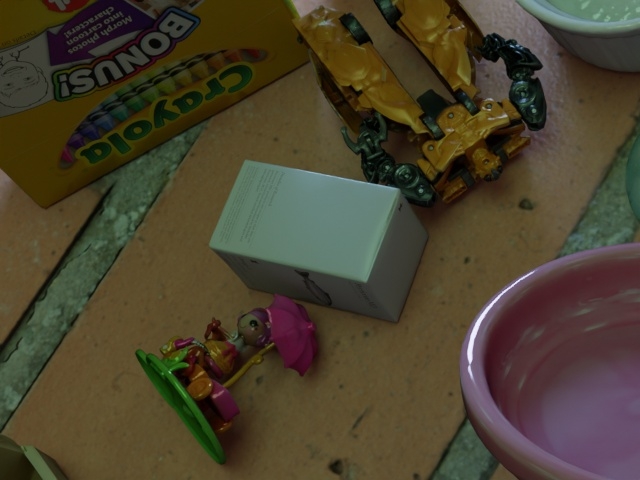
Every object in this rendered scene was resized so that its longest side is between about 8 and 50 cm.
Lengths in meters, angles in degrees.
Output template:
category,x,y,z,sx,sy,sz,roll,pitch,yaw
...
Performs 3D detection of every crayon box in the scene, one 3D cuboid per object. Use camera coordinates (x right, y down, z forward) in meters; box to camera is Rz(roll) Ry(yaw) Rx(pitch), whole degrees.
category,x,y,z,sx,sy,sz,roll,pitch,yaw
crayon box,-0.228,-0.226,1.574,0.363,0.313,0.106,-28,54,6

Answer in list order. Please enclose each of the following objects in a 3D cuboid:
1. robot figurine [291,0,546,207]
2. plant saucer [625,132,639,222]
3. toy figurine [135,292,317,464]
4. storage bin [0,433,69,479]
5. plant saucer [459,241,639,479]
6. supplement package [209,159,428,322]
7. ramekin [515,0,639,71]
category,x,y,z,sx,sy,sz,roll,pitch,yaw
robot figurine,0.105,-0.162,1.539,0.211,0.085,0.291,-35,61,2
plant saucer,0.386,-0.074,1.418,0.195,0.037,0.195,-9,62,17
toy figurine,-0.081,0.115,1.481,0.159,0.130,0.173,-35,31,-14
storage bin,-0.315,0.361,1.417,0.260,0.123,0.262,-43,57,-3
plant saucer,0.276,0.122,1.165,0.332,0.084,0.332,-4,32,3
supplement package,0.000,0.000,1.491,0.179,0.105,0.105,12,69,27
ramekin,0.318,-0.304,1.490,0.277,0.135,0.277,-10,66,22
